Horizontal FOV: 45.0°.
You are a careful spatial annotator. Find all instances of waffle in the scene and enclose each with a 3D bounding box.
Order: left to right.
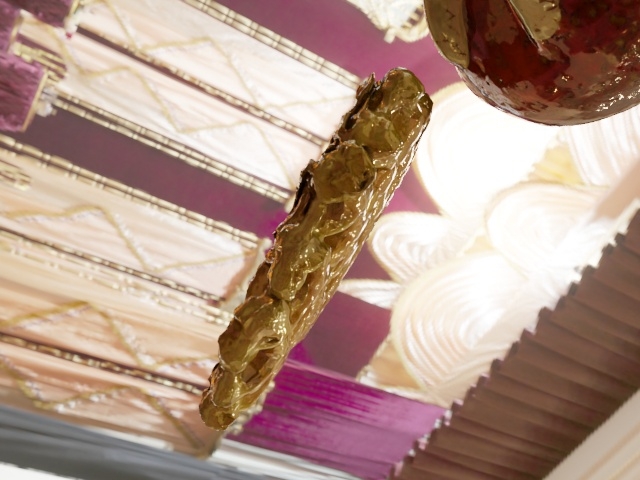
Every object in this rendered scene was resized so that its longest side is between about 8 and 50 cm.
[{"bbox_3d":[0.002,0.001,0.550,0.291,0.051,0.291,-59,173,-11],"label":"waffle"}]

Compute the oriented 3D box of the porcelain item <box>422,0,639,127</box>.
[{"bbox_3d":[0.185,-0.222,0.583,0.253,0.253,0.253,-44,-146,41],"label":"porcelain item"}]
